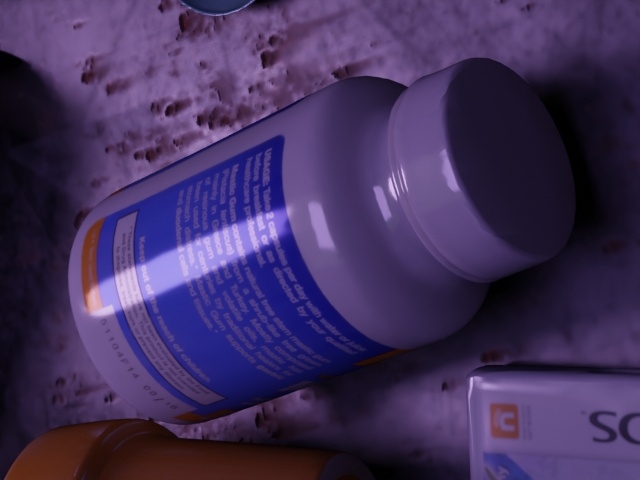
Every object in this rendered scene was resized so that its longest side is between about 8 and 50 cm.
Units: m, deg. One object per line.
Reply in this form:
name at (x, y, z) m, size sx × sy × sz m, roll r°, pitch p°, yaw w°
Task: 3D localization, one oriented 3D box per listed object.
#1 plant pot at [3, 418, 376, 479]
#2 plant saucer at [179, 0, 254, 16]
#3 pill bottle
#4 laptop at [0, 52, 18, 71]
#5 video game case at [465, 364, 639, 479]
plant pot at (-0.062, 0.199, 0.996) m, size 0.187 × 0.205 × 0.205 m, roll -11°, pitch 87°, yaw 23°
plant saucer at (-0.057, -0.199, 1.057) m, size 0.119 × 0.021 × 0.119 m, roll 3°, pitch 95°, yaw 39°
pill bottle at (0.000, 0.000, 0.944) m, size 0.272 × 0.152 × 0.152 m, roll -22°, pitch 80°, yaw 38°
laptop at (-0.383, -0.053, 1.214) m, size 0.234 × 0.136 × 0.264 m, roll 22°, pitch 91°, yaw 36°
video game case at (0.212, 0.231, 0.866) m, size 0.300 × 0.036 × 0.329 m, roll -1°, pitch 93°, yaw 39°
